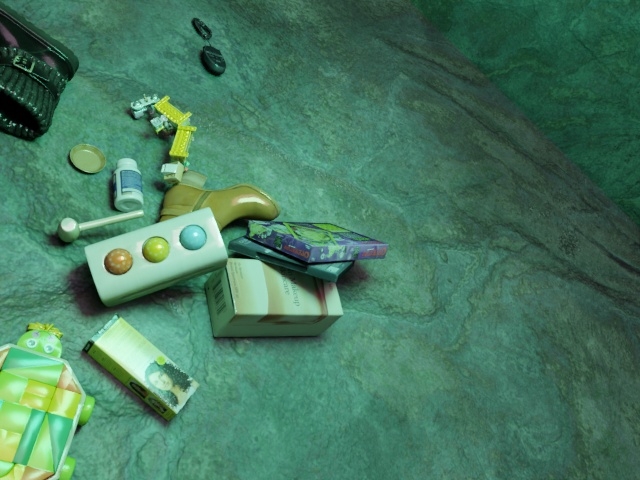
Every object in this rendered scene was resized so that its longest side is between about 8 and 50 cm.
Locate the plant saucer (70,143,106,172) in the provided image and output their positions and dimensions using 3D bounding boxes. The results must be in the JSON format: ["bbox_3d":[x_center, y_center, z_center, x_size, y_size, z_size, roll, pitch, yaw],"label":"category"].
[{"bbox_3d":[-0.559,-0.194,1.517,0.083,0.015,0.083,19,50,-25],"label":"plant saucer"}]

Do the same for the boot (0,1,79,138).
[{"bbox_3d":[-0.749,-0.408,1.446,0.348,0.131,0.260,27,48,-20],"label":"boot"}]

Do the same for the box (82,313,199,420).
[{"bbox_3d":[-0.369,0.261,1.305,0.232,0.058,0.087,41,45,-5],"label":"box"}]

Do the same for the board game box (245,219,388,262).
[{"bbox_3d":[0.000,0.000,1.627,0.347,0.208,0.056,0,103,-53],"label":"board game box"}]

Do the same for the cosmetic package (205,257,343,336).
[{"bbox_3d":[-0.111,0.141,1.529,0.296,0.129,0.153,4,56,-35],"label":"cosmetic package"}]

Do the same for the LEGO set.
[{"bbox_3d":[-0.378,-0.254,1.632,0.132,0.107,0.287,-24,65,-14],"label":"LEGO set"}]

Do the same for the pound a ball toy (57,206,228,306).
[{"bbox_3d":[-0.384,0.003,1.353,0.319,0.136,0.208,-18,79,-15],"label":"pound a ball toy"}]

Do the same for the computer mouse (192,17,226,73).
[{"bbox_3d":[-0.350,-0.596,1.946,0.071,0.041,0.242,7,49,-43],"label":"computer mouse"}]

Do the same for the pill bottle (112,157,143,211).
[{"bbox_3d":[-0.460,-0.134,1.510,0.067,0.067,0.120,7,57,-33],"label":"pill bottle"}]

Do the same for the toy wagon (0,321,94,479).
[{"bbox_3d":[-0.551,0.290,1.143,0.267,0.068,0.344,24,49,-22],"label":"toy wagon"}]

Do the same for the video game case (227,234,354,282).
[{"bbox_3d":[-0.066,0.035,1.562,0.274,0.026,0.196,16,13,12],"label":"video game case"}]

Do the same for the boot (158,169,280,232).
[{"bbox_3d":[-0.251,-0.056,1.560,0.284,0.109,0.220,22,42,-10],"label":"boot"}]
